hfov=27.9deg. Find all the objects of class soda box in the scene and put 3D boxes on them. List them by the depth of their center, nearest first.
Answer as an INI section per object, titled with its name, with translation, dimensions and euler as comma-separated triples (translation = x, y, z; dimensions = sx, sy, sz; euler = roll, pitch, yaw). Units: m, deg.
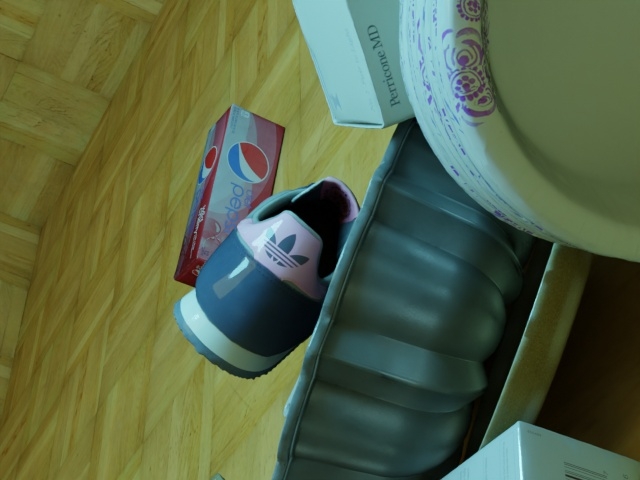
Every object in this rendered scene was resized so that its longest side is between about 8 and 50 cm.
[soda box]
translation = -0.126, -0.055, 1.805
dimensions = 0.083, 0.092, 0.263
euler = -40, 34, 51

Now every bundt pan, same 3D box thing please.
[bundt pan]
translation = 0.076, 0.068, 0.990
dimensions = 0.331, 0.124, 0.331
euler = 20, -90, -83

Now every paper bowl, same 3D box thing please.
[paper bowl]
translation = 0.186, -0.134, 0.798
dimensions = 0.284, 0.284, 0.148
euler = -68, 15, 0

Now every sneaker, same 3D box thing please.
[sneaker]
translation = 0.000, 0.000, 1.027
dimensions = 0.131, 0.112, 0.319
euler = -51, 1, 23

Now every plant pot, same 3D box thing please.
[plant pot]
translation = 0.154, 0.067, 0.929
dimensions = 0.236, 0.032, 0.236
euler = 19, -90, -84

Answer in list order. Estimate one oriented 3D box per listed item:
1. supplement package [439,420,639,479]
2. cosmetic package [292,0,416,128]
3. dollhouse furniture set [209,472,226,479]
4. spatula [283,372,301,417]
[supplement package]
translation = 0.124, 0.216, 0.857
dimensions = 0.179, 0.105, 0.105
euler = -48, 30, 44
[cosmetic package]
translation = 0.138, -0.207, 0.930
dimensions = 0.160, 0.309, 0.113
euler = 70, 164, -13
[dollhouse furniture set]
translation = -0.019, 0.261, 1.257
dimensions = 0.161, 0.101, 0.182
euler = -44, 19, -5
[spatula]
translation = 0.033, 0.082, 1.237
dimensions = 0.242, 0.019, 0.168
euler = -66, 20, 3
